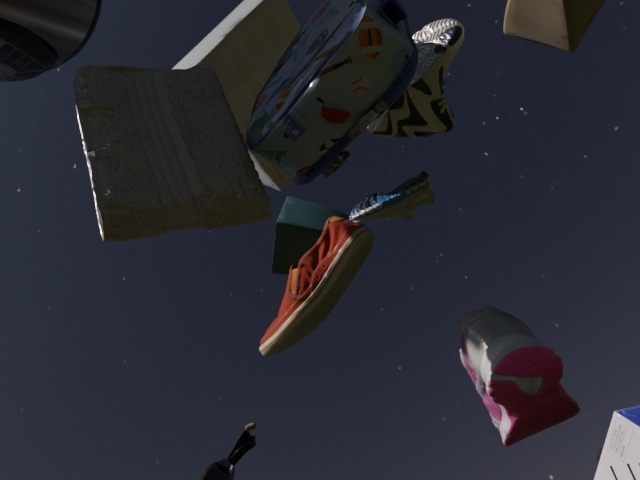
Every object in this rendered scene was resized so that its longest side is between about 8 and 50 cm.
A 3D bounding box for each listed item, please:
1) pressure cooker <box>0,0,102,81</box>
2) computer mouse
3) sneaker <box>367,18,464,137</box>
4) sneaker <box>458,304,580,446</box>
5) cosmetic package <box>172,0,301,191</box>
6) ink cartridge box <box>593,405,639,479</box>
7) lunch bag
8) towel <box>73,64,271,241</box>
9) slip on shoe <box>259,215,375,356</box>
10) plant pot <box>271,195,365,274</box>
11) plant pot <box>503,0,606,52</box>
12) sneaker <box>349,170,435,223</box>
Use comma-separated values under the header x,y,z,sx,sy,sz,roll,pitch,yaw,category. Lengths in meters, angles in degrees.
x,y,z,sx,sy,sz,roll,pitch,yaw,category
-0.631,-0.477,0.764,0.376,0.420,0.369,31,-75,0,pressure cooker
-0.170,0.431,0.881,0.184,0.060,0.262,-54,-10,-21,computer mouse
0.200,-0.264,0.824,0.153,0.094,0.235,7,-43,-30,sneaker
0.238,0.163,0.578,0.103,0.111,0.252,-26,-49,4,sneaker
-0.121,-0.348,1.127,0.284,0.097,0.377,-52,-46,-15,cosmetic package
0.246,0.238,0.342,0.046,0.097,0.207,-1,-74,-22,ink cartridge box
0.019,-0.225,0.622,0.115,0.303,0.243,34,-56,-25,lunch bag
-0.185,-0.123,0.565,0.187,0.282,0.049,-10,-35,-27,towel
-0.023,0.095,0.930,0.331,0.101,0.123,-56,-24,12,slip on shoe
0.000,0.000,1.306,0.234,0.165,0.165,9,-59,2,plant pot
0.312,-0.334,0.621,0.096,0.109,0.109,15,-74,-60,plant pot
0.152,-0.066,0.986,0.191,0.071,0.083,-24,-63,21,sneaker
